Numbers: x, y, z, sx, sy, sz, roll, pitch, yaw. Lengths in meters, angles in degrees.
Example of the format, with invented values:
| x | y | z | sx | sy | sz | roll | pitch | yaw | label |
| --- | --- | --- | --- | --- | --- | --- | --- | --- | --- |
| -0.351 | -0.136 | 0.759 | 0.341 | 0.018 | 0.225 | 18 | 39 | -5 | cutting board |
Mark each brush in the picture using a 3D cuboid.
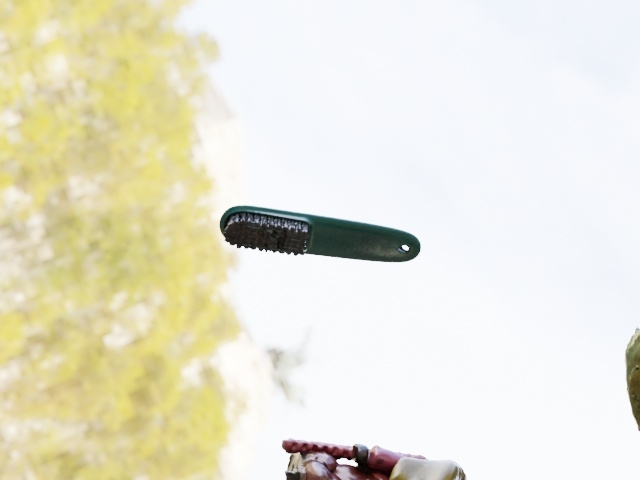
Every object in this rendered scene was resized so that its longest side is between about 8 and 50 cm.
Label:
| x | y | z | sx | sy | sz | roll | pitch | yaw | label |
| --- | --- | --- | --- | --- | --- | --- | --- | --- | --- |
| 0.000 | 0.000 | 1.841 | 0.032 | 0.193 | 0.043 | -89 | -172 | -64 | brush |

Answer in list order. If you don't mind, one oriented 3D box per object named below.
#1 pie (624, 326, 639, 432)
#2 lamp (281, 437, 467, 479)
| x | y | z | sx | sy | sz | roll | pitch | yaw | label |
| --- | --- | --- | --- | --- | --- | --- | --- | --- | --- |
| 0.480 | 0.149 | 1.827 | 0.395 | 0.180 | 0.418 | -51 | -130 | 20 | pie |
| 0.089 | 0.215 | 1.422 | 0.118 | 0.253 | 0.118 | -171 | -90 | -82 | lamp |
